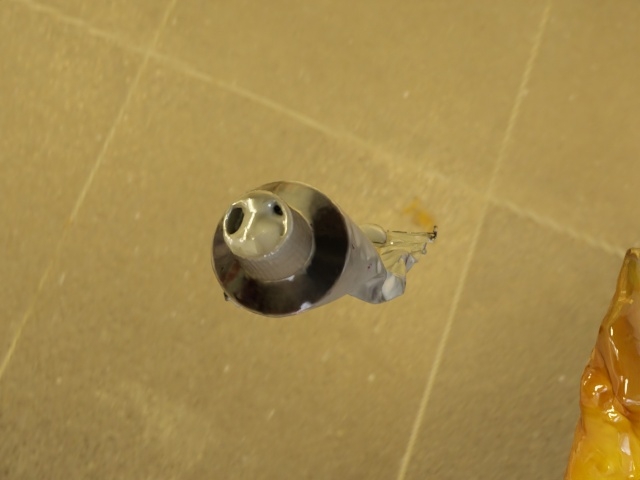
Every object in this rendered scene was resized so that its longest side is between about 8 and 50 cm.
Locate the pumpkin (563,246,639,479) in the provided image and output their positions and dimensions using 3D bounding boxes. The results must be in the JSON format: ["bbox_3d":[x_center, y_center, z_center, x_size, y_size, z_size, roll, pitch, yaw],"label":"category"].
[{"bbox_3d":[0.095,0.196,0.529,0.095,0.290,0.258,12,34,-46],"label":"pumpkin"}]

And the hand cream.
[{"bbox_3d":[0.000,0.004,0.706,0.084,0.257,0.050,-1,89,7],"label":"hand cream"}]
